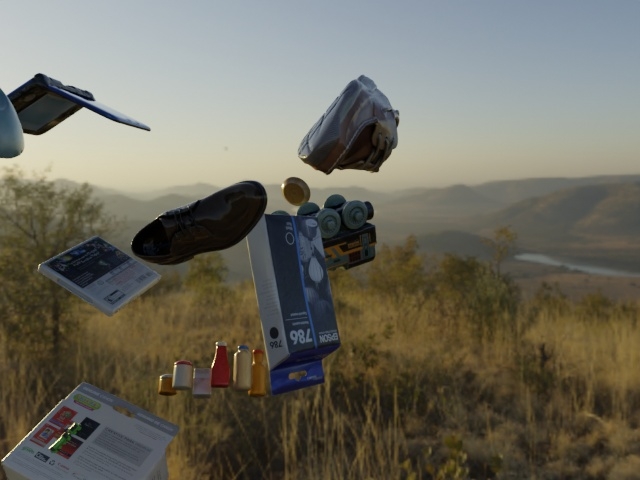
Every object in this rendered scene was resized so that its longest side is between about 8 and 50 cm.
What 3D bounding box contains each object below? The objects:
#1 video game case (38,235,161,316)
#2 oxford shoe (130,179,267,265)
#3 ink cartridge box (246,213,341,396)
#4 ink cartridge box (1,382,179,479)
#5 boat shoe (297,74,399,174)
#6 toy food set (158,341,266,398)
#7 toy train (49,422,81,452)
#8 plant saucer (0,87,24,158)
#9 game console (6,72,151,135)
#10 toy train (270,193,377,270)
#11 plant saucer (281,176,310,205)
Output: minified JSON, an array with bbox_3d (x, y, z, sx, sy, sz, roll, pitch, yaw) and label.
[{"bbox_3d":[-0.448,0.069,1.311,0.173,0.022,0.190,32,24,4],"label":"video game case"},{"bbox_3d":[-0.179,-0.020,0.930,0.227,0.082,0.096,-28,-13,18],"label":"oxford shoe"},{"bbox_3d":[-0.046,0.116,1.215,0.065,0.332,0.165,-15,-9,36],"label":"ink cartridge box"},{"bbox_3d":[-0.532,0.523,1.527,0.310,0.130,0.272,21,41,15],"label":"ink cartridge box"},{"bbox_3d":[0.061,-0.160,0.932,0.116,0.123,0.324,41,28,-5],"label":"boat shoe"},{"bbox_3d":[-0.233,0.280,1.392,0.232,0.104,0.111,2,-28,-8],"label":"toy food set"},{"bbox_3d":[-0.567,0.438,1.414,0.017,0.083,0.023,40,-17,17],"label":"toy train"},{"bbox_3d":[-0.427,-0.178,0.751,0.037,0.195,0.195,-43,-3,12],"label":"plant saucer"},{"bbox_3d":[-0.570,-0.265,1.457,0.250,0.173,0.293,-33,3,4],"label":"game console"},{"bbox_3d":[0.000,0.000,1.643,0.334,0.190,0.142,-18,21,-28],"label":"toy train"},{"bbox_3d":[-0.067,-0.126,1.672,0.084,0.083,0.015,2,27,23],"label":"plant saucer"}]
